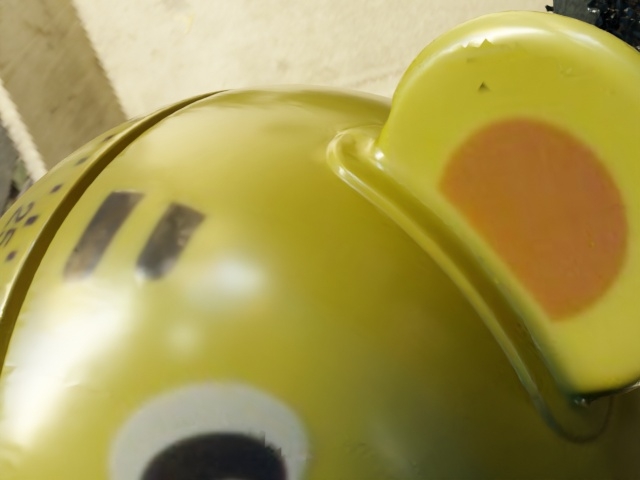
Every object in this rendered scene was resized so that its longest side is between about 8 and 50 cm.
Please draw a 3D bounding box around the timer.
[{"bbox_3d":[0.015,0.098,0.602,0.386,0.376,0.376,2,124,43],"label":"timer"}]

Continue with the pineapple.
[{"bbox_3d":[0.370,-0.284,1.753,0.157,0.278,0.158,3,96,30],"label":"pineapple"}]
